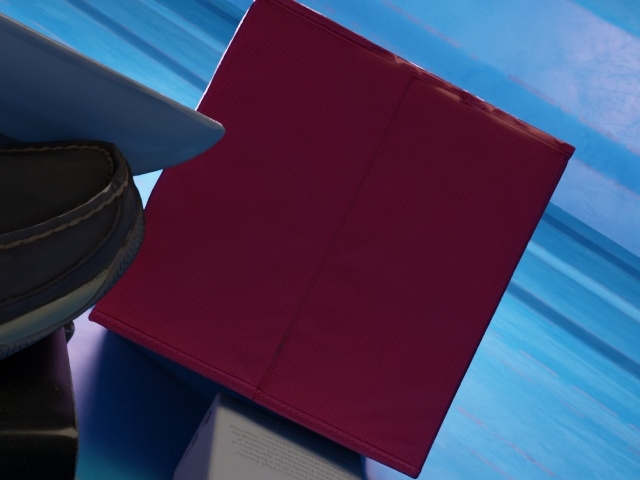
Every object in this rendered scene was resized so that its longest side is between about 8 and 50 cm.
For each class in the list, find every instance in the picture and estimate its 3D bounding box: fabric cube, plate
[{"bbox_3d":[0.000,0.000,0.955,0.259,0.258,0.254,27,-6,-4],"label":"fabric cube"},{"bbox_3d":[-0.230,-0.078,0.651,0.277,0.045,0.278,24,-16,-30],"label":"plate"}]

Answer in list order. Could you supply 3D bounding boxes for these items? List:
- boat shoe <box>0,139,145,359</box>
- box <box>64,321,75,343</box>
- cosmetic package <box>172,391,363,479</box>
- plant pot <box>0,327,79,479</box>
[{"bbox_3d":[-0.249,-0.007,0.509,0.355,0.130,0.132,-11,30,-17],"label":"boat shoe"},{"bbox_3d":[-0.350,0.004,0.690,0.381,0.143,0.191,24,17,-40],"label":"box"},{"bbox_3d":[-0.036,0.199,0.766,0.117,0.085,0.231,25,20,-9],"label":"cosmetic package"},{"bbox_3d":[-0.217,0.116,0.593,0.167,0.187,0.188,4,26,-20],"label":"plant pot"}]
